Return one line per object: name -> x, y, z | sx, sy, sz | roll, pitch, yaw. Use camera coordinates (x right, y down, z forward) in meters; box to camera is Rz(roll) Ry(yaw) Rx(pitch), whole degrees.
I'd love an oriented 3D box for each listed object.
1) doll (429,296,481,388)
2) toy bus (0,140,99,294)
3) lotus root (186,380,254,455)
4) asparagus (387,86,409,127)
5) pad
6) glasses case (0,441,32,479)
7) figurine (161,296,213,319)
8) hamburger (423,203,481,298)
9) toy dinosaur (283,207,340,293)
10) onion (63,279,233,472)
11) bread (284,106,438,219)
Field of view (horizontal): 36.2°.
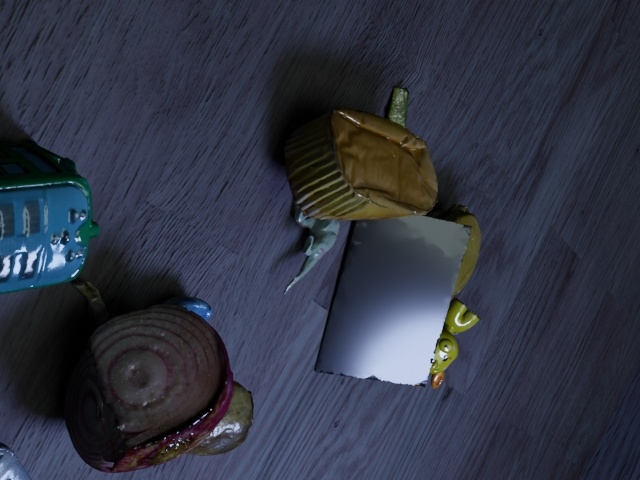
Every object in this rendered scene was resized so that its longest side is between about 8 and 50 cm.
doll -> 0.261, 0.229, 2.231 | 0.143, 0.135, 0.221 | 38, 83, -17
toy bus -> -0.452, -0.022, 1.225 | 0.343, 0.199, 0.184 | -11, 115, -48
lotus root -> -0.205, 0.313, 1.724 | 0.214, 0.138, 0.139 | -6, 112, -46
asparagus -> 0.147, -0.213, 1.933 | 0.045, 0.041, 0.179 | -15, 118, -54
pad -> 0.148, 0.119, 2.006 | 0.247, 0.007, 0.368 | 11, 103, -14
glasses case -> -0.481, 0.421, 1.508 | 0.109, 0.067, 0.283 | -42, 136, -31
figurine -> -0.226, 0.133, 1.646 | 0.114, 0.079, 0.114 | -23, 144, -17
hamburger -> 0.260, 0.022, 2.112 | 0.215, 0.122, 0.189 | -52, 136, -23
toy dinosaur -> 0.000, 0.000, 1.856 | 0.167, 0.053, 0.242 | 31, 75, -58
onion -> -0.269, 0.241, 1.535 | 0.256, 0.273, 0.230 | 4, 146, -14
bread -> 0.067, -0.122, 1.768 | 0.288, 0.156, 0.204 | 1, 73, -45
